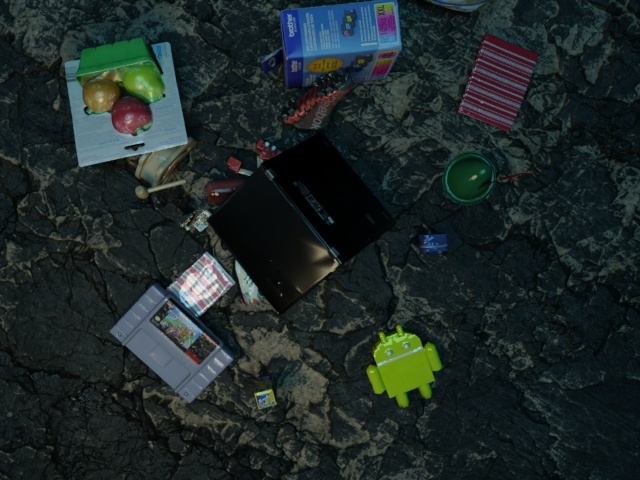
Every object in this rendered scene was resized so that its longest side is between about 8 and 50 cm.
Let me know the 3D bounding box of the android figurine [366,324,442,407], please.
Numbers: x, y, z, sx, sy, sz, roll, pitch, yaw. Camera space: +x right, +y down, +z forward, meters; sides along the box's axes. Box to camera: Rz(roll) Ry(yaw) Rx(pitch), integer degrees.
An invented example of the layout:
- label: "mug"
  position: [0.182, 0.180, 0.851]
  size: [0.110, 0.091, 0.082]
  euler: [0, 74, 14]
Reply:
- label: "android figurine"
  position: [0.277, 0.417, 1.745]
  size: [0.248, 0.056, 0.273]
  euler: [-19, 96, -2]

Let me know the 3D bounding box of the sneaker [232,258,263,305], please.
- label: "sneaker"
  position: [-0.236, 0.128, 1.706]
  size: [0.075, 0.057, 0.161]
  euler: [-17, 93, -19]

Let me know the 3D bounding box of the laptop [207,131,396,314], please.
- label: "laptop"
  position: [-0.059, -0.060, 1.623]
  size: [0.408, 0.236, 0.382]
  euler: [-35, 84, -32]

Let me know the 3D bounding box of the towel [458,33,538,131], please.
- label: "towel"
  position: [0.586, -0.522, 1.717]
  size: [0.199, 0.031, 0.275]
  euler: [19, 94, -6]

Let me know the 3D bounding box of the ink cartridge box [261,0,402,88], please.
- label: "ink cartridge box"
  position: [0.020, -0.576, 1.563]
  size: [0.395, 0.270, 0.151]
  euler: [-5, 88, -3]

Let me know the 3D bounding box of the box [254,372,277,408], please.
- label: "box"
  position: [-0.174, 0.479, 1.666]
  size: [0.059, 0.169, 0.054]
  euler: [-14, 93, -3]

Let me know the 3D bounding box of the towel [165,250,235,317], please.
- label: "towel"
  position: [-0.395, 0.152, 1.705]
  size: [0.197, 0.029, 0.144]
  euler: [-43, 95, 0]

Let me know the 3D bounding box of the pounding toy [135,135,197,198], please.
- label: "pounding toy"
  position: [-0.473, -0.220, 1.629]
  size: [0.155, 0.154, 0.269]
  euler: [38, 72, -5]

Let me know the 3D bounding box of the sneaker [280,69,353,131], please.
- label: "sneaker"
  position: [0.008, -0.419, 1.606]
  size: [0.135, 0.276, 0.097]
  euler: [34, 49, -34]

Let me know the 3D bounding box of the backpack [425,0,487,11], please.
- label: "backpack"
  position: [0.403, -0.860, 1.595]
  size: [0.355, 0.273, 0.290]
  euler: [27, 88, -14]

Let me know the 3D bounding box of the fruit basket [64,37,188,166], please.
- label: "fruit basket"
  position: [-0.583, -0.412, 1.566]
  size: [0.327, 0.165, 0.353]
  euler: [-14, 82, -2]

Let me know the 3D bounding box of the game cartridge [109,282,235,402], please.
- label: "game cartridge"
  position: [-0.475, 0.331, 1.682]
  size: [0.355, 0.068, 0.230]
  euler: [44, 103, -4]

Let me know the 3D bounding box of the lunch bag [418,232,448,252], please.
- label: "lunch bag"
  position: [0.376, 0.010, 1.718]
  size: [0.098, 0.067, 0.065]
  euler: [-3, 94, -4]

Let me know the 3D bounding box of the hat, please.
- label: "hat"
  position: [0.512, -0.209, 1.654]
  size: [0.208, 0.183, 0.173]
  euler: [-35, 94, -1]

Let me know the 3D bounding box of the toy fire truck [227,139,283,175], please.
- label: "toy fire truck"
  position: [-0.186, -0.246, 1.672]
  size: [0.192, 0.047, 0.135]
  euler: [30, 81, -4]

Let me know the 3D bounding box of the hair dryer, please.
- label: "hair dryer"
  position: [-0.297, -0.097, 1.687]
  size: [0.293, 0.080, 0.223]
  euler: [-46, 114, 3]
